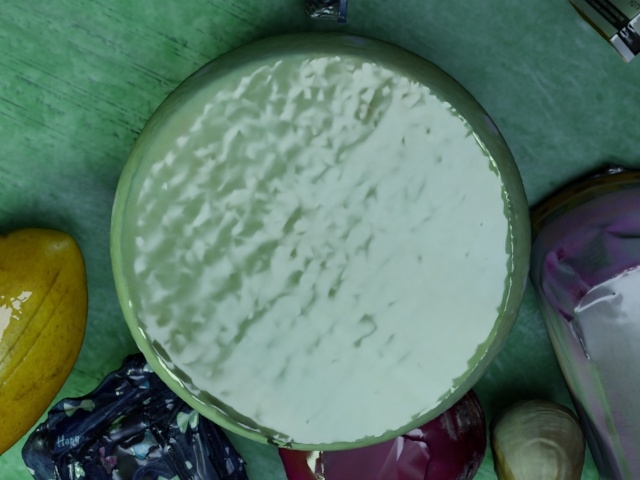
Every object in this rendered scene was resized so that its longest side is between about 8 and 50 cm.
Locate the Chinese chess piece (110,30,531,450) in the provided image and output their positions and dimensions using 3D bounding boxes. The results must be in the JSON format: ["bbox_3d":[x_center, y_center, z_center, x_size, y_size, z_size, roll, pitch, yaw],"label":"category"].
[{"bbox_3d":[0.000,0.000,1.568,0.349,0.146,0.349,0,97,3],"label":"Chinese chess piece"}]

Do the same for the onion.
[{"bbox_3d":[0.060,0.147,1.702,0.195,0.140,0.218,4,108,-4],"label":"onion"}]

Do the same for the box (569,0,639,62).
[{"bbox_3d":[0.323,-0.258,1.574,0.247,0.129,0.033,-41,113,7],"label":"box"}]

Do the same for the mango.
[{"bbox_3d":[-0.291,0.093,1.618,0.154,0.126,0.252,34,98,-17],"label":"mango"}]

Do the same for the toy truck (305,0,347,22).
[{"bbox_3d":[0.012,-0.283,1.546,0.088,0.074,0.202,3,113,-1],"label":"toy truck"}]

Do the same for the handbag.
[{"bbox_3d":[-0.148,0.224,1.687,0.162,0.113,0.260,-38,124,-22],"label":"handbag"}]

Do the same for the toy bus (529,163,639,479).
[{"bbox_3d":[0.312,0.127,1.715,0.171,0.162,0.386,-22,114,1],"label":"toy bus"}]

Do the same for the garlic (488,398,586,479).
[{"bbox_3d":[0.196,0.196,1.722,0.087,0.195,0.101,2,91,-2],"label":"garlic"}]
